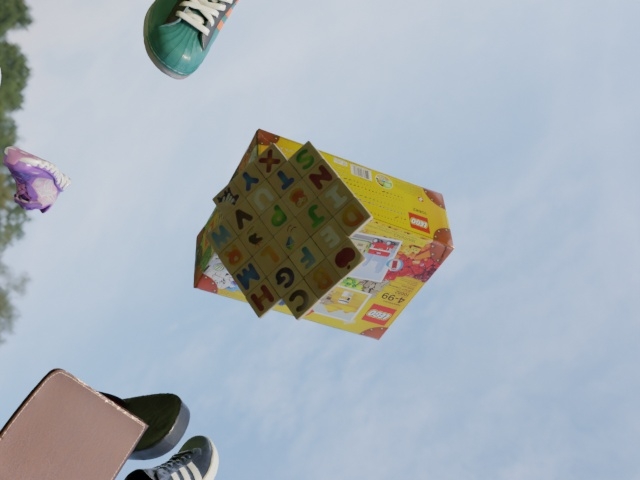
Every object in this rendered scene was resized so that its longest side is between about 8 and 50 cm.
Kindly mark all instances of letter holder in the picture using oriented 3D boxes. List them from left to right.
[{"bbox_3d":[-0.470,0.365,1.460,0.152,0.214,0.301,5,-121,51],"label":"letter holder"}]

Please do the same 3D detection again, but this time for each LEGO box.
[{"bbox_3d":[0.000,0.000,2.140,0.372,0.500,0.193,-56,-155,38],"label":"LEGO box"}]

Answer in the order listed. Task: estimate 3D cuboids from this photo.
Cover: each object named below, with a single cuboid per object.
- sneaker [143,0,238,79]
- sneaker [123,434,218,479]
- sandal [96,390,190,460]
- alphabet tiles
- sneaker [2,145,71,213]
[{"bbox_3d":[-0.175,-0.375,1.355,0.121,0.108,0.302,-34,-147,45],"label":"sneaker"},{"bbox_3d":[-0.331,0.510,1.919,0.131,0.148,0.350,-27,-161,24],"label":"sneaker"},{"bbox_3d":[-0.452,0.348,1.744,0.446,0.107,0.167,-14,-143,27],"label":"sandal"},{"bbox_3d":[-0.068,-0.025,1.723,0.285,0.011,0.342,-42,-122,7],"label":"alphabet tiles"},{"bbox_3d":[-0.580,-0.114,1.814,0.104,0.095,0.236,-62,173,-9],"label":"sneaker"}]
